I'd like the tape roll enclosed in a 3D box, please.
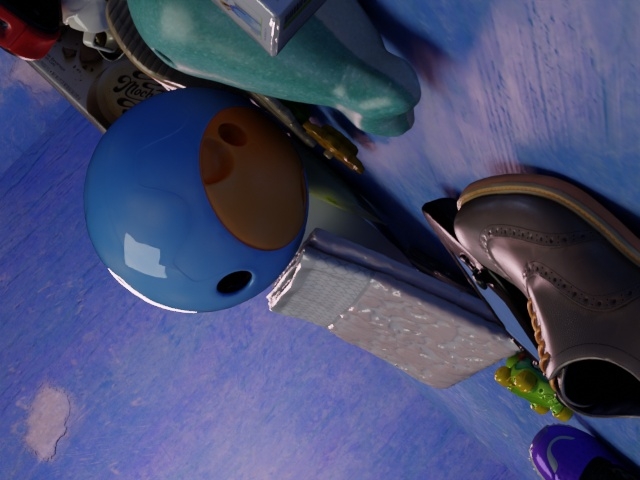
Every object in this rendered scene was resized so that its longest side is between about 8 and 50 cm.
[{"bbox_3d":[0.000,0.000,1.699,0.286,0.100,0.286,36,175,4],"label":"tape roll"}]

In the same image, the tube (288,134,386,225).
[{"bbox_3d":[-0.014,-0.091,1.538,0.240,0.070,0.062,35,134,29],"label":"tube"}]

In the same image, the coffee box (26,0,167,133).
[{"bbox_3d":[-0.337,-0.272,1.805,0.297,0.168,0.119,44,173,2],"label":"coffee box"}]

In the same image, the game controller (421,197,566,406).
[{"bbox_3d":[0.213,0.074,1.217,0.166,0.067,0.319,36,170,45],"label":"game controller"}]

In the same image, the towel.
[{"bbox_3d":[0.092,0.107,1.526,0.316,0.053,0.332,24,161,-4],"label":"towel"}]

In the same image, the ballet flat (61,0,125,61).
[{"bbox_3d":[-0.321,-0.336,1.610,0.095,0.096,0.280,16,169,10],"label":"ballet flat"}]

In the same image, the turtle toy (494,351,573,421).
[{"bbox_3d":[0.281,0.180,1.447,0.095,0.066,0.130,38,169,-20],"label":"turtle toy"}]

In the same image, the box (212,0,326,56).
[{"bbox_3d":[-0.067,-0.236,0.712,0.203,0.114,0.103,42,174,0],"label":"box"}]

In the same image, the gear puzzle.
[{"bbox_3d":[-0.069,-0.190,1.306,0.339,0.044,0.175,41,180,24],"label":"gear puzzle"}]

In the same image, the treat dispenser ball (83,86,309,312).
[{"bbox_3d":[-0.157,-0.052,1.419,0.288,0.288,0.288,42,173,6],"label":"treat dispenser ball"}]

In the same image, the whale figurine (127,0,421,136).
[{"bbox_3d":[-0.044,-0.167,0.896,0.272,0.141,0.216,42,173,5],"label":"whale figurine"}]

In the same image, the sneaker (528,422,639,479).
[{"bbox_3d":[0.446,0.374,1.628,0.293,0.102,0.146,39,169,-6],"label":"sneaker"}]

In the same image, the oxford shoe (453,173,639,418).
[{"bbox_3d":[0.199,0.049,0.857,0.130,0.133,0.363,47,172,-32],"label":"oxford shoe"}]

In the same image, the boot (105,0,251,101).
[{"bbox_3d":[-0.208,-0.241,1.577,0.248,0.090,0.207,40,172,-9],"label":"boot"}]

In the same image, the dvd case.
[{"bbox_3d":[0.221,0.104,1.551,0.221,0.018,0.164,48,171,-34],"label":"dvd case"}]

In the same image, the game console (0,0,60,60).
[{"bbox_3d":[-0.511,-0.434,1.483,0.386,0.060,0.342,36,-156,-38],"label":"game console"}]
